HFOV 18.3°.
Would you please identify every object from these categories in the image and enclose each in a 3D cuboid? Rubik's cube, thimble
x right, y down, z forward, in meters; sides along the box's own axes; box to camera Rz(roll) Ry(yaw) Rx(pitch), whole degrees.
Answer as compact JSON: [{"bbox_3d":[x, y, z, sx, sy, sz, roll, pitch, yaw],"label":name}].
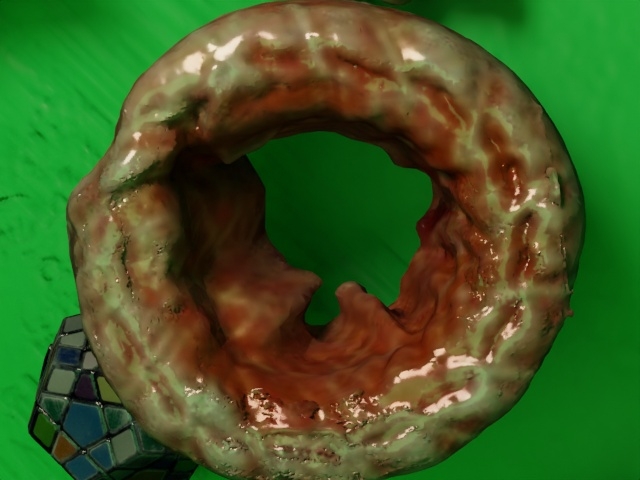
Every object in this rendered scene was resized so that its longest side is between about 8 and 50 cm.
[{"bbox_3d":[-0.105,0.088,1.064,0.093,0.111,0.111,-6,100,48],"label":"Rubik's cube"},{"bbox_3d":[0.000,0.000,0.943,0.239,0.162,0.239,0,97,3],"label":"thimble"}]

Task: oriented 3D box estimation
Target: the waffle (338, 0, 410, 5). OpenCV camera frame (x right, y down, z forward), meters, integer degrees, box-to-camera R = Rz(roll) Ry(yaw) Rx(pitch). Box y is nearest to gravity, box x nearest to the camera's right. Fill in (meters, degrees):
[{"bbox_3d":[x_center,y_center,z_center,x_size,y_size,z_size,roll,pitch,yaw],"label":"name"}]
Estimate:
[{"bbox_3d":[0.025,-0.220,0.969,0.208,0.054,0.214,16,102,23],"label":"waffle"}]
